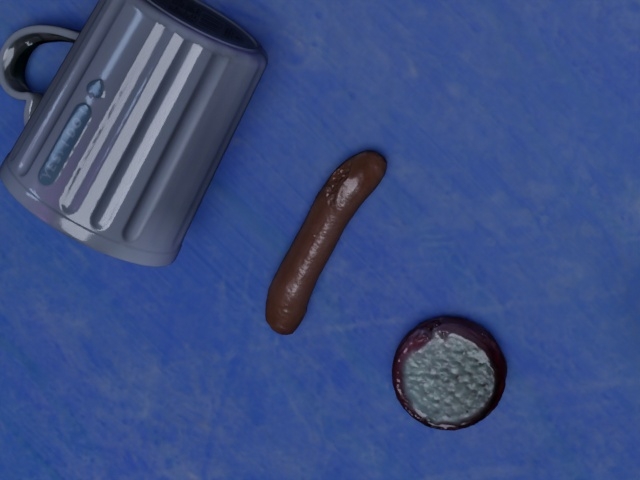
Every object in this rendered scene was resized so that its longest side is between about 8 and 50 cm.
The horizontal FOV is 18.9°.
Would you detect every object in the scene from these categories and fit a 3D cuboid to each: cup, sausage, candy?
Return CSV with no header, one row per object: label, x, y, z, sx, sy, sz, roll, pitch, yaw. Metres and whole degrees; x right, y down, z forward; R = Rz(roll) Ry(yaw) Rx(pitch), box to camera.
cup,-0.175,-0.116,1.609,0.221,0.167,0.202,29,104,-3
sausage,0.000,0.000,1.683,0.043,0.043,0.186,28,107,-1
candy,0.114,0.118,1.700,0.103,0.043,0.103,2,106,7
